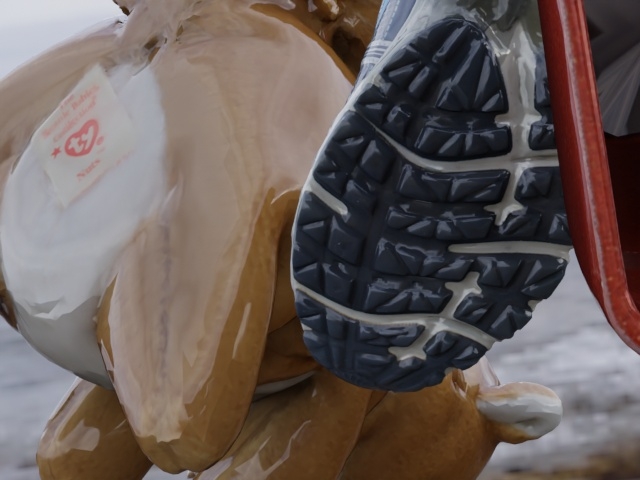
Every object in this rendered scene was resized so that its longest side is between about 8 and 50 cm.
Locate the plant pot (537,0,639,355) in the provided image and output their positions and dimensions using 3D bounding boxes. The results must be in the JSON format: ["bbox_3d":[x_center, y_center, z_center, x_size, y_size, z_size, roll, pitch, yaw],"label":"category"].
[{"bbox_3d":[0.167,-0.129,0.565,0.267,0.267,0.236,-10,4,-4],"label":"plant pot"}]

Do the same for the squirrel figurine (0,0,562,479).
[{"bbox_3d":[0.000,0.000,1.135,0.281,0.397,0.370,6,-22,41],"label":"squirrel figurine"}]

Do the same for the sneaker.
[{"bbox_3d":[0.069,-0.073,0.824,0.110,0.283,0.122,20,6,-2],"label":"sneaker"}]
